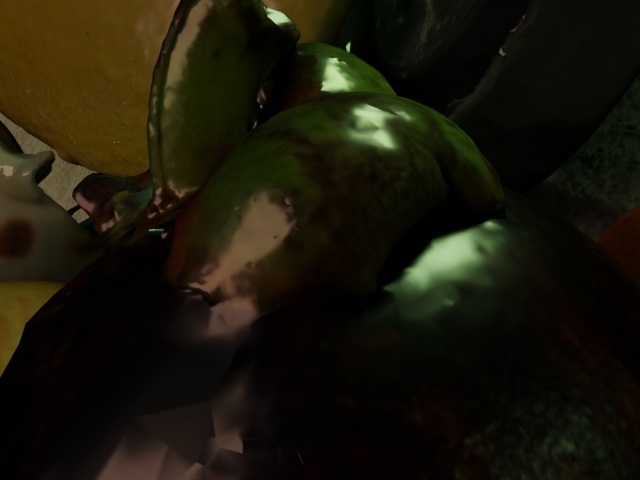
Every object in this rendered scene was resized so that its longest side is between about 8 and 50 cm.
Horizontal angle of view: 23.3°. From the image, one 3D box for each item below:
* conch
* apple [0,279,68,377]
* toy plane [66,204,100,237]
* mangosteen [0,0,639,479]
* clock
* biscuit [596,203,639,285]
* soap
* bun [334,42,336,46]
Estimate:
[{"bbox_3d":[-0.253,-0.010,1.044,0.149,0.183,0.275,-31,11,-16],"label":"conch"},{"bbox_3d":[-0.204,0.210,0.911,0.391,0.391,0.346,-33,45,45],"label":"apple"},{"bbox_3d":[-0.230,0.053,1.170,0.106,0.381,0.155,61,155,-4],"label":"toy plane"},{"bbox_3d":[-0.012,0.077,0.626,0.306,0.359,0.306,-24,21,10],"label":"mangosteen"},{"bbox_3d":[0.115,-0.202,0.848,0.386,0.076,0.386,-161,90,-75],"label":"clock"},{"bbox_3d":[0.148,0.081,0.746,0.334,0.047,0.202,-21,57,54],"label":"biscuit"},{"bbox_3d":[-0.112,-0.195,0.974,0.427,0.115,0.306,21,88,51],"label":"soap"},{"bbox_3d":[-0.055,-0.158,1.077,0.195,0.118,0.195,-17,64,39],"label":"bun"}]
